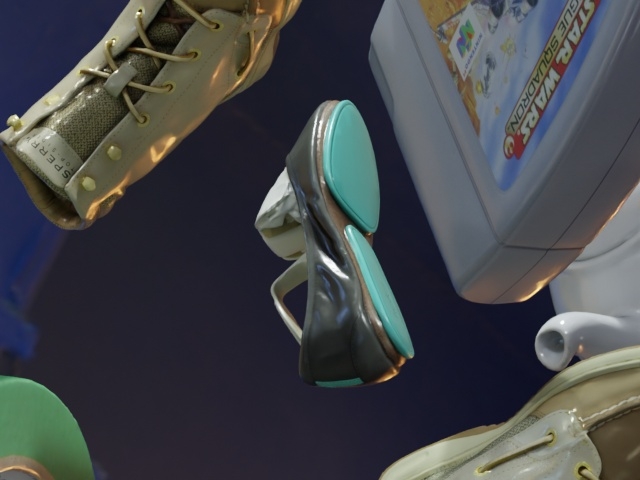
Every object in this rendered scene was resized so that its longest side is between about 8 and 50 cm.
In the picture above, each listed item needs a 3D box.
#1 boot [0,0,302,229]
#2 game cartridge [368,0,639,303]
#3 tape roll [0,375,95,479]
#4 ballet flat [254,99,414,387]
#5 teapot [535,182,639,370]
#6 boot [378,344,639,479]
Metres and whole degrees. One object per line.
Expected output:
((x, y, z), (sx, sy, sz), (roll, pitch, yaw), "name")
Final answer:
((-0.117, -0.118, 1.181), (0.095, 0.203, 0.262), (44, -20, 7), "boot")
((0.106, -0.120, 0.814), (0.062, 0.198, 0.297), (5, -45, -19), "game cartridge")
((-0.211, 0.229, 0.962), (0.077, 0.321, 0.321), (4, -33, 17), "tape roll")
((0.000, 0.000, 1.378), (0.096, 0.280, 0.095), (-24, -49, 15), "ballet flat")
((0.243, -0.019, 1.236), (0.187, 0.252, 0.256), (39, 8, -21), "teapot")
((0.107, 0.148, 0.823), (0.213, 0.165, 0.077), (-30, -59, 31), "boot")
